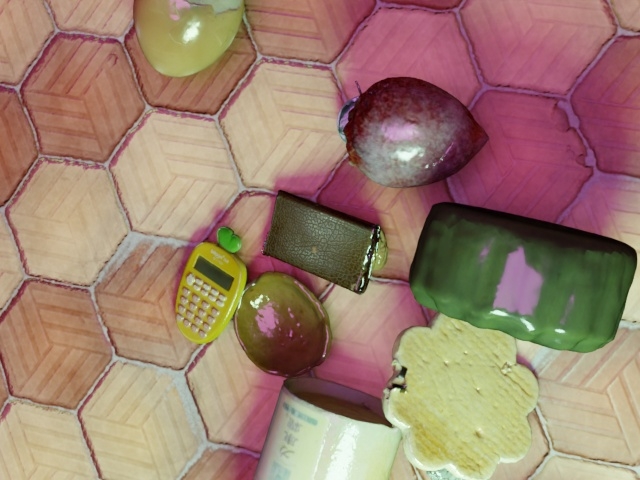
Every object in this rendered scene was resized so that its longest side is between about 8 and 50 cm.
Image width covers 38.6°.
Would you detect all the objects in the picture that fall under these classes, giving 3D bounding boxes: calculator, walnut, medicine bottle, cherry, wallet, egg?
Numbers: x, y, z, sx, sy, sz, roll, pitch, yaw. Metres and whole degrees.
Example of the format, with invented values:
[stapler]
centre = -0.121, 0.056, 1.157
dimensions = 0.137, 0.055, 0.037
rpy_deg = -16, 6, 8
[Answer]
[calculator]
centre = -0.210, 0.086, 1.760
dimensions = 0.146, 0.032, 0.234
rpy_deg = 30, 101, 33
[walnut]
centre = 0.085, 0.016, 1.688
dimensions = 0.079, 0.082, 0.096
rpy_deg = -3, 96, -15
[medicine bottle]
centre = -0.014, 0.473, 1.639
dimensions = 0.236, 0.236, 0.405
rpy_deg = 18, 94, 12
[cherry]
centre = 0.164, -0.184, 1.570
dimensions = 0.250, 0.175, 0.192
rpy_deg = 7, 81, 8
[wallet]
centre = 0.000, 0.000, 1.682
dimensions = 0.243, 0.039, 0.132
rpy_deg = 20, 104, 36
[egg]
centre = -0.249, -0.422, 1.697
dimensions = 0.201, 0.201, 0.244
rpy_deg = 27, 110, 11

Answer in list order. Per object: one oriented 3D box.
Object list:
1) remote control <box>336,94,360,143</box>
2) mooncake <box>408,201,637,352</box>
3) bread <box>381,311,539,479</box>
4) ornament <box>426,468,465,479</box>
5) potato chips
[remote control]
centre = 0.152, -0.203, 1.681
dimensions = 0.248, 0.052, 0.104
rpy_deg = 12, 93, 13
[mooncake]
centre = 0.323, 0.059, 1.494
dimensions = 0.357, 0.356, 0.194
rpy_deg = 13, 97, 12
[bread]
centre = 0.244, 0.267, 1.596
dimensions = 0.316, 0.054, 0.315
rpy_deg = 8, 69, -21
[ornament]
centre = 0.246, 0.427, 1.680
dimensions = 0.092, 0.041, 0.068
rpy_deg = -27, 91, 3
[potato chips]
centre = -0.066, 0.159, 1.731
dimensions = 0.208, 0.062, 0.195
rpy_deg = 17, 97, 19
